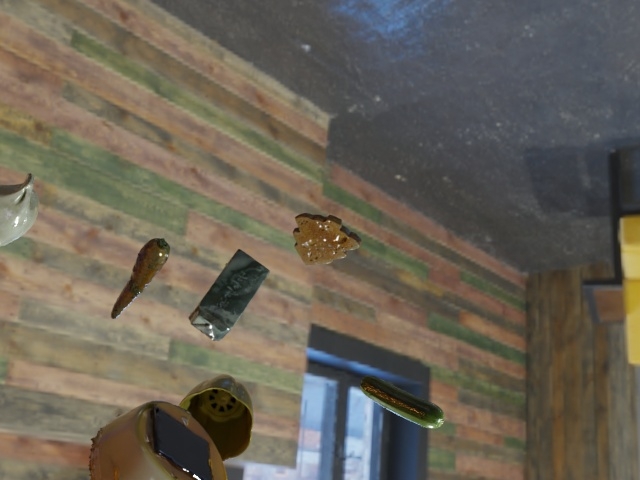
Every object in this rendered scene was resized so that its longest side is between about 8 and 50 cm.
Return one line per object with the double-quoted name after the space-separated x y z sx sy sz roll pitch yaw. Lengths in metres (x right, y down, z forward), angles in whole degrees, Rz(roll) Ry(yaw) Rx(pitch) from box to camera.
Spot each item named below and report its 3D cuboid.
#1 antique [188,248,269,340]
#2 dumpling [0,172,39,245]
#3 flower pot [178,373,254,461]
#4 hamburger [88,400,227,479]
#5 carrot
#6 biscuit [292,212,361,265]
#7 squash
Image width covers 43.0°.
-0.196 0.120 1.720 0.088 0.183 0.086 36 145 -5 "antique"
-0.762 -0.061 1.947 0.131 0.252 0.179 37 178 -23 "dumpling"
-0.253 0.426 2.016 0.195 0.195 0.179 5 -170 0 "flower pot"
-0.309 0.447 1.529 0.179 0.294 0.276 -39 124 11 "hamburger"
-0.324 0.074 1.425 0.049 0.049 0.254 14 139 -27 "carrot"
0.000 0.000 1.366 0.119 0.019 0.130 26 137 -10 "biscuit"
0.204 0.405 2.033 0.228 0.066 0.066 24 170 23 "squash"
